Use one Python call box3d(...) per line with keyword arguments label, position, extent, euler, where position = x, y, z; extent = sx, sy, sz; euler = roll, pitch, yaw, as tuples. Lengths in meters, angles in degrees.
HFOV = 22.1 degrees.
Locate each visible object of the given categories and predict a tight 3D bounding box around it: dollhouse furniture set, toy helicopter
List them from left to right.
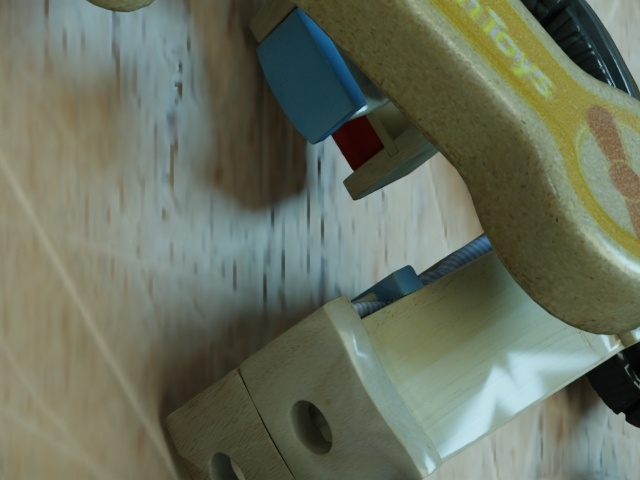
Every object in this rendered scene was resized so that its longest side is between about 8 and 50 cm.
box3d(label="dollhouse furniture set", position=(0.000, 0.000, 0.618), extent=(0.129, 0.129, 0.184), euler=(-26, 82, -39))
box3d(label="toy helicopter", position=(0.004, -0.119, 0.540), extent=(0.355, 0.140, 0.235), euler=(47, 41, -4))

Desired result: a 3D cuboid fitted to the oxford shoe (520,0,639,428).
box3d(label="oxford shoe", position=(0.130, -0.028, 0.757), extent=(0.227, 0.083, 0.096), euler=(65, 34, -22))
